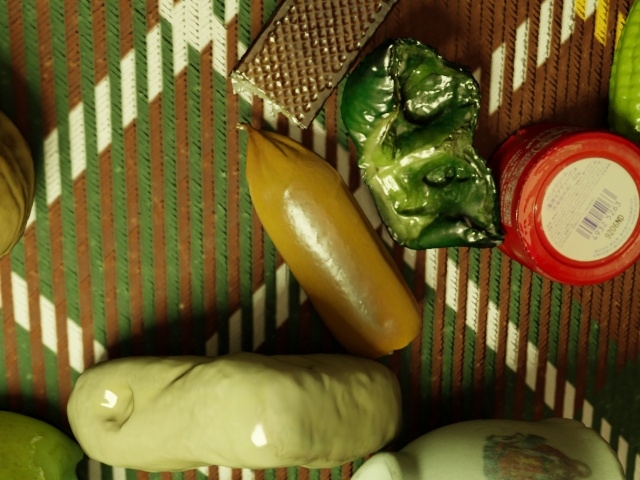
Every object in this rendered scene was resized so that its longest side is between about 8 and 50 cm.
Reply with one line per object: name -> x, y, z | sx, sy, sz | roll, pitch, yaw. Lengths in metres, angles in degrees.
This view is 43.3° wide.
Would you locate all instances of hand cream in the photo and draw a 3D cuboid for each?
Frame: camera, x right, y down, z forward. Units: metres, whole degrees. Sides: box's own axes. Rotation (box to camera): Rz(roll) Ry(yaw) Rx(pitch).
hand cream -> 0.298, -0.047, 0.977 | 0.193, 0.125, 0.193 | -2, 103, -8

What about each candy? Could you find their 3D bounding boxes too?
candy -> 0.404, -0.220, 0.976 | 0.097, 0.097, 0.209 | 3, 97, -11

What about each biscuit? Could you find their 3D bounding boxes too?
biscuit -> 0.004, -0.247, 0.905 | 0.106, 0.070, 0.252 | 35, 95, -15

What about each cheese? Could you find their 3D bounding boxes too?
cheese -> -0.082, 0.204, 0.947 | 0.328, 0.351, 0.129 | 15, 69, -49

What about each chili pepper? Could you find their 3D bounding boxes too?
chili pepper -> 0.116, -0.116, 0.938 | 0.148, 0.116, 0.264 | -11, 117, 30

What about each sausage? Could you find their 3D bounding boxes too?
sausage -> 0.005, -0.004, 0.944 | 0.112, 0.112, 0.328 | -33, 105, -2

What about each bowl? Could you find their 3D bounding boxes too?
bowl -> 0.119, 0.354, 0.882 | 0.196, 0.435, 0.434 | 30, 96, -10

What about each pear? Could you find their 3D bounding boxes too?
pear -> -0.327, 0.318, 0.860 | 0.159, 0.292, 0.292 | -21, 105, -9

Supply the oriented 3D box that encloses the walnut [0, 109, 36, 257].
walnut -> -0.400, -0.058, 0.794 | 0.228, 0.228, 0.228 | -2, 103, -10
